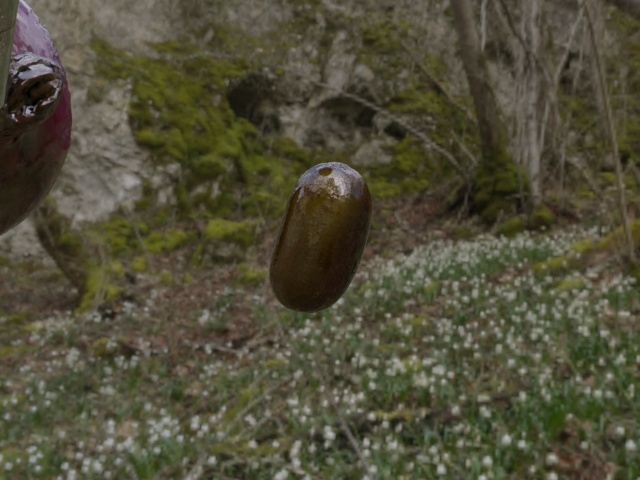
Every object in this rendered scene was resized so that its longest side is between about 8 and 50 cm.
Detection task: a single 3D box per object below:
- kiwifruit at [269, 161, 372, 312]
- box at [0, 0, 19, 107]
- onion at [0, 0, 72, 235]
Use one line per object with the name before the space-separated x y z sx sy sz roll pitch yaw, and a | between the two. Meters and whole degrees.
kiwifruit | 0.000 0.000 0.684 0.075 0.124 0.075 19 15 -5
box | -0.211 -0.114 0.365 0.168 0.071 0.259 -27 -5 -29
onion | -0.396 -0.147 0.913 0.385 0.348 0.347 3 -23 41
